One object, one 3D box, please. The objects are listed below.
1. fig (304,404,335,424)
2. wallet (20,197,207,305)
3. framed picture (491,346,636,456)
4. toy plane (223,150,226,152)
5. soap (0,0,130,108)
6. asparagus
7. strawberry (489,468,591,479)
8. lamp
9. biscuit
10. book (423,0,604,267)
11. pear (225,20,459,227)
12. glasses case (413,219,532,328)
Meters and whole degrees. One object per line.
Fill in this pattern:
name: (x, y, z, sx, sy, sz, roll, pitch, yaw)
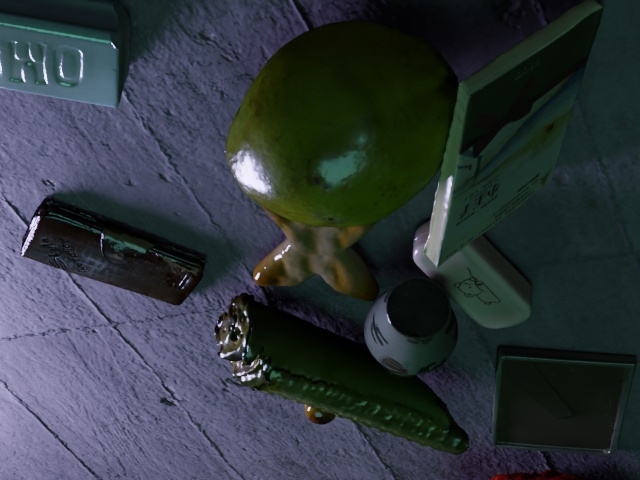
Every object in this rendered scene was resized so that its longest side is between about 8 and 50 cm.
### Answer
fig: (0.001, 0.249, 2.243, 0.050, 0.050, 0.083, 9, 157, -1)
wallet: (-0.273, 0.023, 2.011, 0.232, 0.031, 0.122, 21, 143, -14)
framed picture: (0.338, 0.234, 2.170, 0.189, 0.023, 0.260, 4, 143, 7)
toy plane: (-0.058, -0.090, 1.802, 0.111, 0.040, 0.102, 13, 180, -24)
soap: (-0.310, -0.217, 1.674, 0.198, 0.067, 0.119, 10, 145, -1)
asparagus: (0.036, 0.188, 2.093, 0.382, 0.128, 0.108, 23, 109, -21)
strawberry: (0.342, 0.486, 2.332, 0.312, 0.267, 0.351, -9, 165, 14)
lamp: (0.114, 0.119, 1.968, 0.121, 0.121, 0.215, 10, 161, -1)
biscuit: (-0.001, 0.000, 1.907, 0.164, 0.047, 0.208, 10, 146, 4)
book: (0.201, -0.111, 1.632, 0.026, 0.201, 0.289, 42, 152, 24)
pear: (0.023, -0.120, 1.617, 0.269, 0.212, 0.212, -21, 134, 22)
glasses case: (0.192, 0.042, 1.924, 0.083, 0.050, 0.196, -23, 133, 32)
